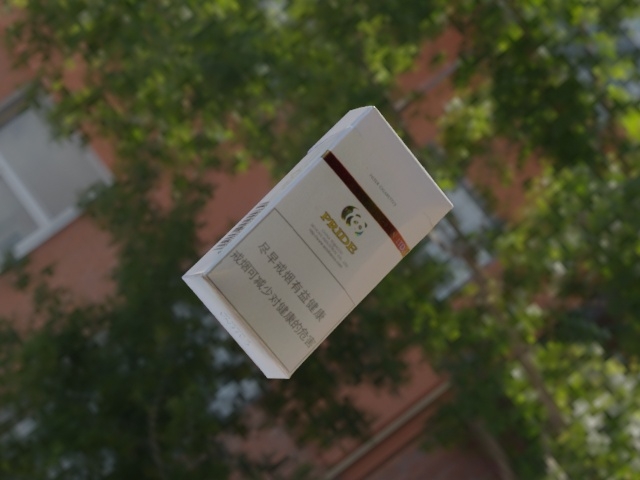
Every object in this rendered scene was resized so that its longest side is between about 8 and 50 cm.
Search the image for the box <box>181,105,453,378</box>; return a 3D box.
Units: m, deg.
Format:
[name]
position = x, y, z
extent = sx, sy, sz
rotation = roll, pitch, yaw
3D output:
[box]
position = 0.000, 0.000, 1.092
extent = 0.154, 0.084, 0.040
rotation = -45, 13, -21
